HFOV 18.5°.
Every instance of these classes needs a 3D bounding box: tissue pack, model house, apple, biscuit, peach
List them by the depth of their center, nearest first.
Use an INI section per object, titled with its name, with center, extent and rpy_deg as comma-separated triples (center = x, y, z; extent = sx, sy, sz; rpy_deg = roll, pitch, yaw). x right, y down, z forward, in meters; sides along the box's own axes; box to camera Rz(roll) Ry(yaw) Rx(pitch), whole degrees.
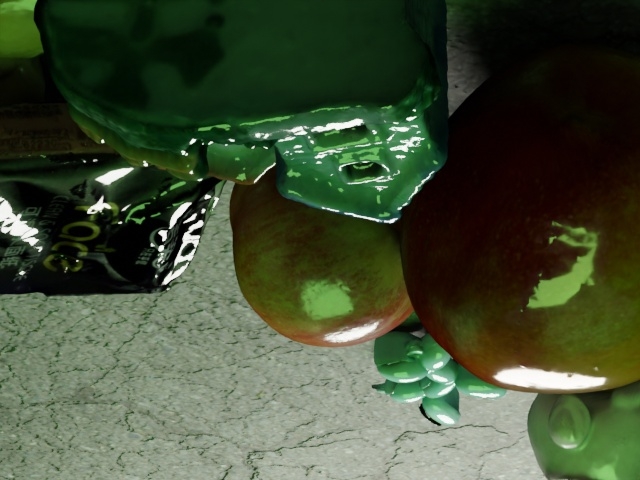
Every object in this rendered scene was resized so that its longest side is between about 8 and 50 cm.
[model house]
center = -0.036, -0.122, 1.586
extent = 0.294, 0.252, 0.329
rpy_deg = -9, 155, 10
[peach]
center = 0.217, -0.022, 1.682
extent = 0.307, 0.308, 0.332
rpy_deg = -1, 149, 4
[biscuit]
center = -0.287, -0.173, 1.694
extent = 0.154, 0.045, 0.299
rpy_deg = 12, 147, -16
[tissue pack]
center = -0.247, -0.038, 1.775
extent = 0.332, 0.123, 0.245
rpy_deg = -4, 156, -27
[apple]
center = 0.000, 0.000, 1.815
extent = 0.164, 0.209, 0.209
rpy_deg = -23, 144, 12

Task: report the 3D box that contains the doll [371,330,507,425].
[doll]
center = 0.126, 0.147, 2.196
extent = 0.158, 0.059, 0.159
rpy_deg = 16, 148, -23

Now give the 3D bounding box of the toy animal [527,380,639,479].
[toy animal]
center = 0.332, 0.241, 2.230
extent = 0.208, 0.154, 0.325
rpy_deg = 13, 164, 6
